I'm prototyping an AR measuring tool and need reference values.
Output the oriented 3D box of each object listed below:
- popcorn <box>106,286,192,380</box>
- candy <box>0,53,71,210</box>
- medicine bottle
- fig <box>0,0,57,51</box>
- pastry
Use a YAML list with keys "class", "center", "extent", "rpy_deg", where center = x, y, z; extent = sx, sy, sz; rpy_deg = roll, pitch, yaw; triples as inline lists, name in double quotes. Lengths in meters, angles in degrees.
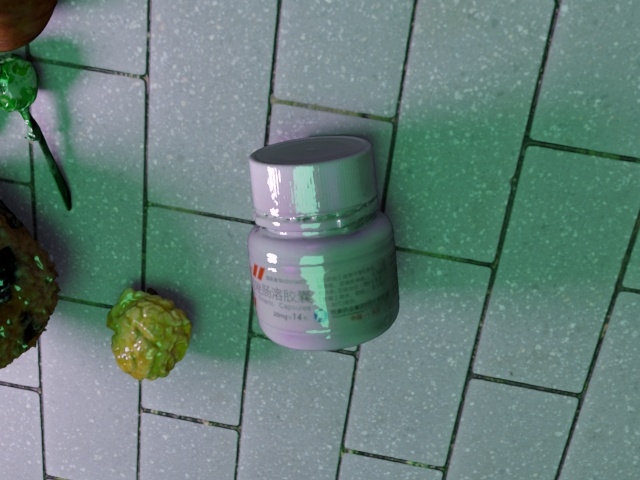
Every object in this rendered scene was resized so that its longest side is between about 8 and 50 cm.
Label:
- class: "popcorn"
  center: [-0.337, 0.182, 1.816]
  extent: [0.179, 0.170, 0.180]
  rpy_deg: [2, 136, 2]
- class: "candy"
  center: [-0.514, -0.186, 1.693]
  extent: [0.097, 0.097, 0.324]
  rpy_deg: [-7, 125, 13]
- class: "medicine bottle"
  center: [0.000, 0.000, 1.595]
  extent: [0.255, 0.256, 0.325]
  rpy_deg: [-2, 110, 11]
- class: "fig"
  center: [-0.516, -0.410, 1.517]
  extent: [0.205, 0.205, 0.205]
  rpy_deg: [4, 119, 8]
- class: "pastry"
  center: [-0.667, 0.079, 1.723]
  extent: [0.337, 0.292, 0.406]
  rpy_deg: [-9, 97, -31]
